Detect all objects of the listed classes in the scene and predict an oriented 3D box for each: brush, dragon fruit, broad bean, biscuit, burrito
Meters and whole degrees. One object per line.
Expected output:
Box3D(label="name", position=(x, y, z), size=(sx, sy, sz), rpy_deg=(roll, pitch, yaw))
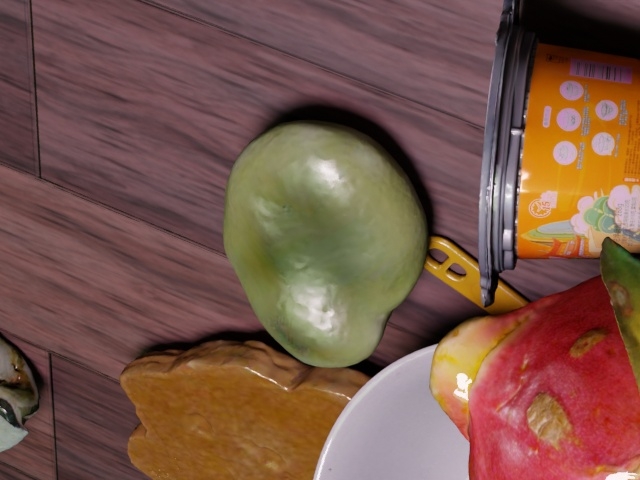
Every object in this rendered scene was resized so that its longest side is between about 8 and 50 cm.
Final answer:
Box3D(label="brush", position=(0.188, 0.082, 1.260), size=(0.272, 0.013, 0.103), rpy_deg=(37, 139, -2))
Box3D(label="dragon fruit", position=(0.214, 0.118, 1.002), size=(0.290, 0.290, 0.189), rpy_deg=(94, 154, -46))
Box3D(label="broad bean", position=(0.000, 0.000, 1.247), size=(0.169, 0.100, 0.228), rpy_deg=(21, 127, 3))
Box3D(label="biscuit", position=(-0.046, 0.194, 1.493), size=(0.376, 0.051, 0.269), rpy_deg=(-11, 126, 41))
Box3D(label="burrito", position=(-0.383, 0.179, 1.676), size=(0.144, 0.089, 0.229), rpy_deg=(50, 138, 3))

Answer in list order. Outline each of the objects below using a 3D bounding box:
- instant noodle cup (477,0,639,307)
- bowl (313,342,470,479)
Box3D(label="instant noodle cup", position=(0.175, -0.056, 1.031), size=(0.125, 0.177, 0.208), rpy_deg=(5, 116, 9))
Box3D(label="bowl", position=(0.172, 0.240, 1.264), size=(0.345, 0.157, 0.345), rpy_deg=(2, 94, 29))
